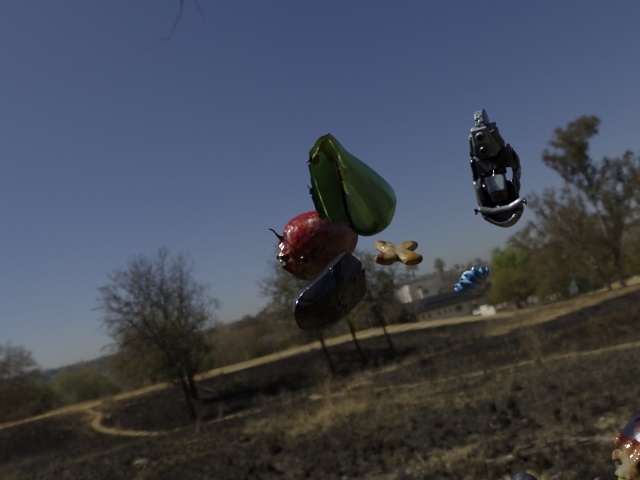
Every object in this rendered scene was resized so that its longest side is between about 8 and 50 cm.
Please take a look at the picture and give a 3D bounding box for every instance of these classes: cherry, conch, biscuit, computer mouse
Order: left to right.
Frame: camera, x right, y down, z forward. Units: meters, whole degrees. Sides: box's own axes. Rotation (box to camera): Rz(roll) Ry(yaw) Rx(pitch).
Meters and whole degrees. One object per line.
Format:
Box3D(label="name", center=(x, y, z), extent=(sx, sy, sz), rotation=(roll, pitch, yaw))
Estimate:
Box3D(label="cherry", center=(0.000, 0.000, 1.718), extent=(0.250, 0.175, 0.192), rotation=(-27, -36, -14))
Box3D(label="computer mouse", center=(0.029, 0.120, 1.473), extent=(0.073, 0.122, 0.217), rotation=(3, 35, 47))
Box3D(label="conch", center=(0.054, -0.105, 1.415), extent=(0.251, 0.137, 0.143), rotation=(30, -28, -26))
Box3D(label="biscuit", center=(0.274, 0.044, 2.314), extent=(0.164, 0.047, 0.208), rotation=(-2, 16, 5))

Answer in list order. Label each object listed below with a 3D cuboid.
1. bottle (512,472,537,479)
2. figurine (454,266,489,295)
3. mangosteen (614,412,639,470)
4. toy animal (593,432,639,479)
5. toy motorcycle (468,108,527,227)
Box3D(label="bottle", center=(0.459, 0.661, 1.520), extent=(0.082, 0.072, 0.244), rotation=(103, -165, -45))
Box3D(label="figurine", center=(0.435, 0.119, 1.897), extent=(0.114, 0.079, 0.114), rotation=(-16, -32, -10))
Box3D(label="mangosteen", center=(0.983, 0.609, 1.785), extent=(0.330, 0.330, 0.330), rotation=(-14, -8, -2))
Box3D(label="toy animal", center=(0.605, 0.497, 1.162), extent=(0.157, 0.312, 0.097), rotation=(-42, -20, 28))
Box3D(label="toy motorcycle", center=(0.365, -0.134, 1.360), extent=(0.106, 0.270, 0.159), rotation=(-12, 35, 24))
